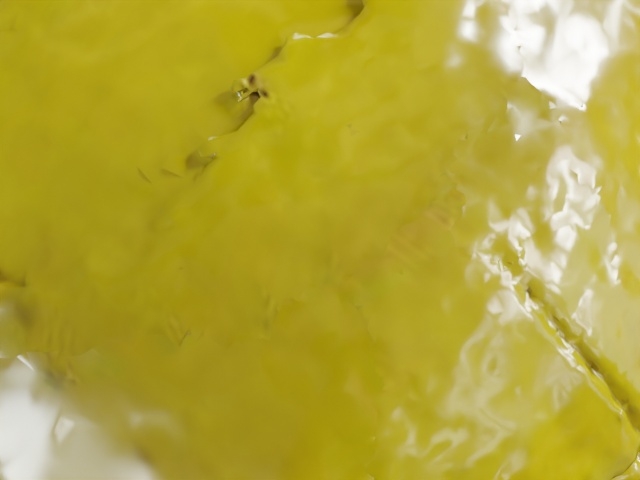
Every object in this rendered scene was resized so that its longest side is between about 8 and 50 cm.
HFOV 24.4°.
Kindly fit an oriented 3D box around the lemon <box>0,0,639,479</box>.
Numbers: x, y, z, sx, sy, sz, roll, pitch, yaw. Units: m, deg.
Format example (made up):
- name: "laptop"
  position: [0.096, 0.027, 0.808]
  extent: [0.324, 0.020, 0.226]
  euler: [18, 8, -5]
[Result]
- name: "lemon"
  position: [0.000, -0.001, 0.451]
  extent: [0.297, 0.297, 0.297]
  euler: [-5, 67, 11]
